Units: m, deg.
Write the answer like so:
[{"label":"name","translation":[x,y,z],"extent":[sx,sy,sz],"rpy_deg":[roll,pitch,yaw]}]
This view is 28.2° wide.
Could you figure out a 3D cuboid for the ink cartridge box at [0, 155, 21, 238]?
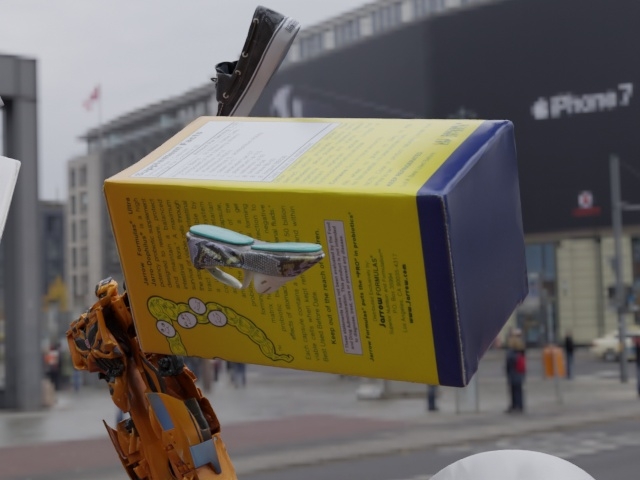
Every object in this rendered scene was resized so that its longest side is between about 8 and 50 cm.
[{"label":"ink cartridge box","translation":[-0.419,-0.009,1.311],"extent":[0.172,0.100,0.237],"rpy_deg":[16,-31,-14]}]

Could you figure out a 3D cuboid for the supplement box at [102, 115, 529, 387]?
[{"label":"supplement box","translation":[0.000,0.000,1.247],"extent":[0.356,0.195,0.194],"rpy_deg":[4,26,27]}]

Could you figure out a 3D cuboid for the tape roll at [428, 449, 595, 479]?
[{"label":"tape roll","translation":[0.206,0.366,1.336],"extent":[0.246,0.246,0.169],"rpy_deg":[-2,27,5]}]

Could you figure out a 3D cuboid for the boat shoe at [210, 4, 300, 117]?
[{"label":"boat shoe","translation":[-0.110,-0.225,1.746],"extent":[0.076,0.228,0.080],"rpy_deg":[33,37,-2]}]

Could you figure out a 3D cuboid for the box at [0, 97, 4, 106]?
[{"label":"box","translation":[-0.598,-0.160,1.846],"extent":[0.183,0.056,0.231],"rpy_deg":[-19,13,26]}]

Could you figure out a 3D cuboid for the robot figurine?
[{"label":"robot figurine","translation":[-0.198,0.180,1.448],"extent":[0.085,0.291,0.211],"rpy_deg":[-22,-8,-36]}]

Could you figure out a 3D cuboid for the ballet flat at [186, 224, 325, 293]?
[{"label":"ballet flat","translation":[-0.043,0.015,0.852],"extent":[0.114,0.041,0.041],"rpy_deg":[10,4,38]}]
